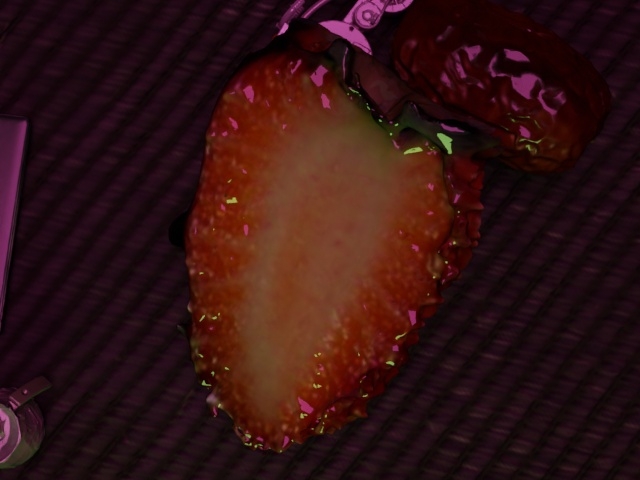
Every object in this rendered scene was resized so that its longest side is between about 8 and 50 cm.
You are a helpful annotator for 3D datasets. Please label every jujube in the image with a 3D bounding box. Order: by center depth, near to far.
[{"bbox_3d":[0.138,-0.126,0.897,0.176,0.112,0.109,35,86,6],"label":"jujube"}]

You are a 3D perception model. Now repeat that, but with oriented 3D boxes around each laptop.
[{"bbox_3d":[-0.305,-0.018,0.928,0.129,0.016,0.180,7,86,0],"label":"laptop"}]

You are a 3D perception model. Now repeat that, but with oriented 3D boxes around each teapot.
[{"bbox_3d":[-0.242,0.138,0.890,0.064,0.064,0.083,42,86,2],"label":"teapot"}]

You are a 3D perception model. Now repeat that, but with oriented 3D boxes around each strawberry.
[{"bbox_3d":[0.000,0.000,0.892,0.233,0.137,0.306,34,112,19],"label":"strawberry"}]

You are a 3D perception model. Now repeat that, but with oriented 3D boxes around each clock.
[{"bbox_3d":[0.020,-0.174,0.934,0.087,0.041,0.129,38,90,-1],"label":"clock"}]
